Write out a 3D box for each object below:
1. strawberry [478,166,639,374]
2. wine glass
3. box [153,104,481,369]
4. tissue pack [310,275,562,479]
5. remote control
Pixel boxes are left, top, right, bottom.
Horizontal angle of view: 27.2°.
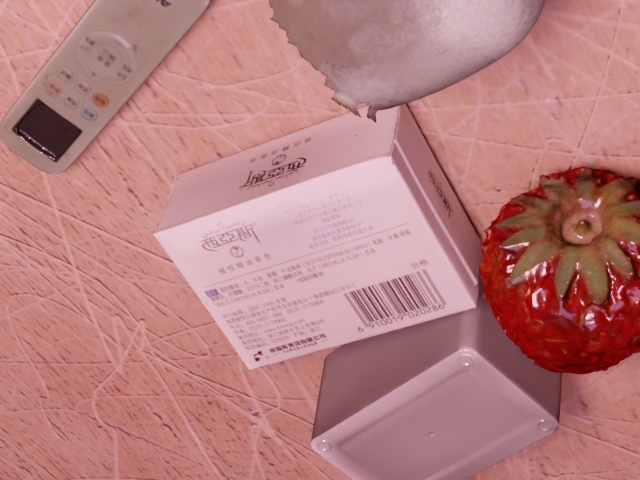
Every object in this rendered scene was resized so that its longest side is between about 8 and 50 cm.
[{"bbox_3d":[0.262,0.051,1.331,0.205,0.205,0.244,-1,146,11],"label":"strawberry"},{"bbox_3d":[0.116,-0.260,1.063,0.238,0.238,0.323,38,122,-19],"label":"wine glass"},{"bbox_3d":[0.001,-0.002,1.363,0.274,0.116,0.203,-18,123,24],"label":"box"},{"bbox_3d":[0.127,0.168,1.465,0.159,0.136,0.246,41,125,-21],"label":"tissue pack"},{"bbox_3d":[-0.218,-0.177,1.315,0.090,0.038,0.309,36,127,-18],"label":"remote control"}]
